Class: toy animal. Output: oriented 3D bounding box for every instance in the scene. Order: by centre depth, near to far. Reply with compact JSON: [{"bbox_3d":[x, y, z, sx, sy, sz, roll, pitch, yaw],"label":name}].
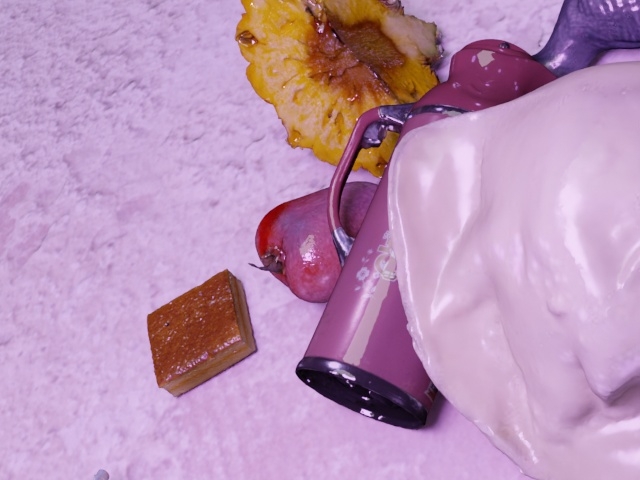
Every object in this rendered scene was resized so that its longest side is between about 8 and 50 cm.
[{"bbox_3d":[0.296,-0.225,1.022,0.367,0.081,0.206,-15,74,27],"label":"toy animal"}]

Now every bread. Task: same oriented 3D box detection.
[{"bbox_3d":[-0.110,0.084,1.110,0.094,0.035,0.090,-30,46,13],"label":"bread"}]

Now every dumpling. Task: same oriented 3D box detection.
[{"bbox_3d":[0.241,0.035,0.836,0.395,0.233,0.316,-1,89,18],"label":"dumpling"}]

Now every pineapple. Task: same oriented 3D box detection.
[{"bbox_3d":[0.026,-0.166,1.149,0.140,0.250,0.164,-41,6,39],"label":"pineapple"}]

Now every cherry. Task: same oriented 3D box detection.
[{"bbox_3d":[0.003,0.005,1.057,0.126,0.087,0.106,-15,42,1],"label":"cherry"}]

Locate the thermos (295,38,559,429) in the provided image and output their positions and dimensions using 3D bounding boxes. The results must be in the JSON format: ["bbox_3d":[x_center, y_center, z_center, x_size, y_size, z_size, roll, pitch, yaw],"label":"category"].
[{"bbox_3d":[0.084,-0.022,0.994,0.136,0.109,0.330,9,67,41],"label":"thermos"}]

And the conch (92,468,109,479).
[{"bbox_3d":[-0.189,0.242,1.036,0.076,0.056,0.085,-41,12,26],"label":"conch"}]
